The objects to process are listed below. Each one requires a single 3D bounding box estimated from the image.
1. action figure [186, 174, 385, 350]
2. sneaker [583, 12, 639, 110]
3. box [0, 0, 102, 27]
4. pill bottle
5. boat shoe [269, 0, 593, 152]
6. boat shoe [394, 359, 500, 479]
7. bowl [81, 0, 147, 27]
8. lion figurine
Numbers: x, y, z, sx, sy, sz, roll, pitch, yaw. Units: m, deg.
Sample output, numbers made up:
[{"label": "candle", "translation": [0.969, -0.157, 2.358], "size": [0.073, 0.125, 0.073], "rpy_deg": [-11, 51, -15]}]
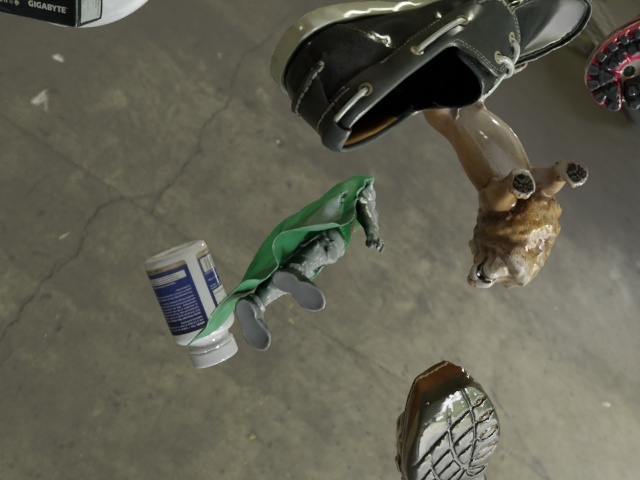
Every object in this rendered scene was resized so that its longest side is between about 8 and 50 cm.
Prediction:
[{"label": "action figure", "translation": [0.000, 0.000, 0.587], "size": [0.063, 0.137, 0.232], "rpy_deg": [52, 26, -6]}, {"label": "sneaker", "translation": [0.460, -0.273, 0.953], "size": [0.121, 0.299, 0.112], "rpy_deg": [58, 24, -17]}, {"label": "box", "translation": [-0.309, -0.304, 0.718], "size": [0.220, 0.175, 0.051], "rpy_deg": [13, 27, 9]}, {"label": "pill bottle", "translation": [-0.180, 0.092, 1.127], "size": [0.094, 0.094, 0.169], "rpy_deg": [-31, 104, -52]}, {"label": "boat shoe", "translation": [0.087, -0.114, 0.498], "size": [0.233, 0.084, 0.079], "rpy_deg": [-21, 59, -24]}, {"label": "boat shoe", "translation": [0.138, 0.255, 0.967], "size": [0.123, 0.324, 0.120], "rpy_deg": [-23, 45, -15]}, {"label": "bowl", "translation": [-0.343, -0.436, 1.033], "size": [0.298, 0.298, 0.134], "rpy_deg": [36, 8, -8]}, {"label": "lion figurine", "translation": [0.225, -0.127, 1.084], "size": [0.142, 0.240, 0.392], "rpy_deg": [-18, 81, -10]}]
